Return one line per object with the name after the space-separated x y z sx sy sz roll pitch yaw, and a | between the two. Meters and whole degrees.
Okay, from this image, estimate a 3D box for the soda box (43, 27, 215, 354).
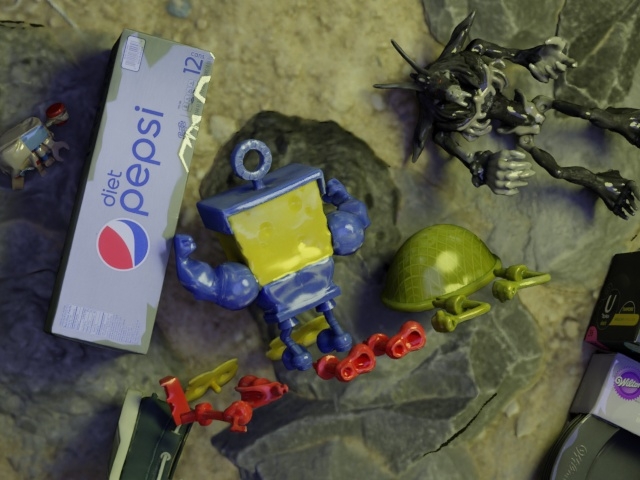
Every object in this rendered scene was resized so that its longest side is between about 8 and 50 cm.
-0.177 -0.042 1.330 0.091 0.098 0.286 14 84 -13 | soda box

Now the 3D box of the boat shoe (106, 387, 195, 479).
-0.154 0.235 1.265 0.079 0.254 0.095 11 123 -7 | boat shoe

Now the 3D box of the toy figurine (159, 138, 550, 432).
0.000 0.000 1.302 0.363 0.191 0.217 -24 100 -19 | toy figurine

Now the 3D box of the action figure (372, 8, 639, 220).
0.196 -0.123 1.403 0.276 0.141 0.164 18 94 -13 | action figure

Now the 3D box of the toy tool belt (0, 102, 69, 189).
-0.263 -0.087 1.344 0.083 0.052 0.051 -35 126 -10 | toy tool belt

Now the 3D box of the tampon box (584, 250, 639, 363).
0.370 0.085 1.438 0.161 0.120 0.101 23 81 -11 | tampon box

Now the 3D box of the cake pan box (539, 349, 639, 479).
0.343 0.269 1.449 0.267 0.070 0.245 27 79 -9 | cake pan box
